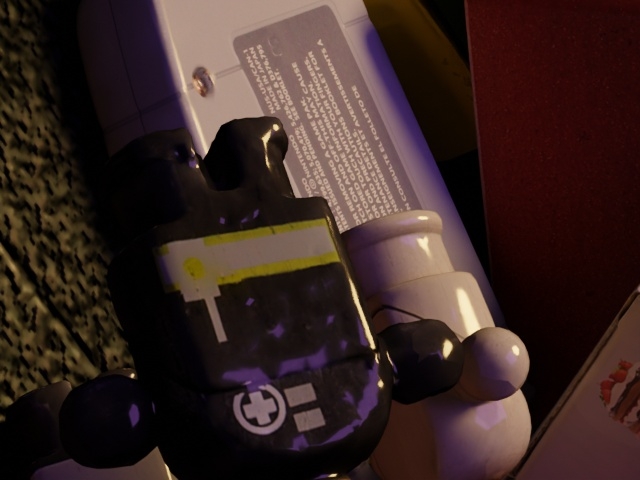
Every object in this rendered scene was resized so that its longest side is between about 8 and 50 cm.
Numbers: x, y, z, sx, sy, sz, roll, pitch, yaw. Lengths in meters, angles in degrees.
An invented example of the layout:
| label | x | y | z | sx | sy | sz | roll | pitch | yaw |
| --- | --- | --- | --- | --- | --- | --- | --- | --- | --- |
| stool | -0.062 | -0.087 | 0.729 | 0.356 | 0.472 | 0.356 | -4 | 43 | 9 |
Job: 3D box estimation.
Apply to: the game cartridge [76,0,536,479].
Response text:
| label | x | y | z | sx | sy | sz | roll | pitch | yaw |
| --- | --- | --- | --- | --- | --- | --- | --- | --- | --- |
| game cartridge | 0.000 | 0.000 | 0.705 | 0.294 | 0.060 | 0.196 | 66 | 28 | -5 |

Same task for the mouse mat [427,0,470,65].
| label | x | y | z | sx | sy | sz | roll | pitch | yaw |
| --- | --- | --- | --- | --- | --- | --- | --- | --- | --- |
| mouse mat | 0.078 | -0.187 | 0.840 | 0.153 | 0.007 | 0.190 | 54 | 39 | -19 |

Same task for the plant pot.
| label | x | y | z | sx | sy | sz | roll | pitch | yaw |
| --- | --- | --- | --- | --- | --- | --- | --- | --- | --- |
| plant pot | 0.240 | -0.063 | 0.850 | 0.267 | 0.235 | 0.267 | -52 | 139 | -55 |

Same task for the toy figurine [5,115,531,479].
| label | x | y | z | sx | sy | sz | roll | pitch | yaw |
| --- | --- | --- | --- | --- | --- | --- | --- | --- | --- |
| toy figurine | -0.039 | 0.082 | 0.439 | 0.209 | 0.213 | 0.148 | 24 | 43 | -65 |

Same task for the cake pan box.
| label | x | y | z | sx | sy | sz | roll | pitch | yaw |
| --- | --- | --- | --- | --- | --- | --- | --- | --- | --- |
| cake pan box | 0.131 | 0.096 | 0.676 | 0.070 | 0.267 | 0.245 | 37 | 29 | 14 |

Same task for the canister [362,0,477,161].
| label | x | y | z | sx | sy | sz | roll | pitch | yaw |
| --- | --- | --- | --- | --- | --- | --- | --- | --- | --- |
| canister | 0.068 | -0.140 | 0.870 | 0.126 | 0.073 | 0.170 | 52 | 37 | -24 |
